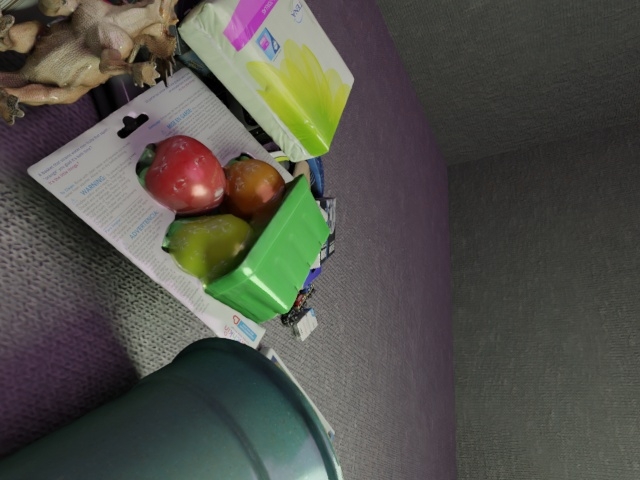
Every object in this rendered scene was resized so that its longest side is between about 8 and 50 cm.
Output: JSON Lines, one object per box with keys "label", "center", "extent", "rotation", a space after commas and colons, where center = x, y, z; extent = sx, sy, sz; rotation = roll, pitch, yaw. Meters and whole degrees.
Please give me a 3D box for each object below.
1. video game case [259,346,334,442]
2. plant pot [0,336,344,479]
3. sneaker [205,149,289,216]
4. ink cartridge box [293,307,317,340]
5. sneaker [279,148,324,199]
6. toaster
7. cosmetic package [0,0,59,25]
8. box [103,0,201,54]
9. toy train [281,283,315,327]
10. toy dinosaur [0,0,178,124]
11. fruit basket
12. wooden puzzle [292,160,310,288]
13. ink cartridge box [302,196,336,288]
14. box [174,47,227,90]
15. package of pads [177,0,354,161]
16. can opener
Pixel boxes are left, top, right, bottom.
{"label": "video game case", "center": [-0.086, 0.438, 0.877], "extent": [0.329, 0.036, 0.300], "rotation": [61, 34, -30]}
{"label": "plant pot", "center": [-0.199, 0.315, 0.436], "extent": [0.334, 0.340, 0.342], "rotation": [-13, 92, -54]}
{"label": "sneaker", "center": [-0.154, -0.114, 0.892], "extent": [0.300, 0.110, 0.122], "rotation": [-40, 130, -55]}
{"label": "ink cartridge box", "center": [-0.041, 0.202, 1.045], "extent": [0.083, 0.028, 0.048], "rotation": [-36, 113, -60]}
{"label": "sneaker", "center": [-0.043, -0.182, 1.133], "extent": [0.232, 0.090, 0.082], "rotation": [74, 18, -59]}
{"label": "toaster", "center": [-0.123, -0.263, 0.905], "extent": [0.185, 0.167, 0.110], "rotation": [-18, 95, -61]}
{"label": "cosmetic package", "center": [-0.373, -0.413, 0.331], "extent": [0.394, 0.327, 0.329], "rotation": [67, 31, -21]}
{"label": "box", "center": [-0.246, -0.447, 0.711], "extent": [0.165, 0.143, 0.271], "rotation": [97, 8, -47]}
{"label": "toy train", "center": [-0.052, 0.149, 1.048], "extent": [0.036, 0.027, 0.158], "rotation": [59, 34, -14]}
{"label": "toy dinosaur", "center": [-0.295, -0.229, 0.542], "extent": [0.200, 0.295, 0.127], "rotation": [-116, -175, -68]}
{"label": "fruit basket", "center": [-0.164, -0.054, 0.651], "extent": [0.353, 0.165, 0.327], "rotation": [42, 45, -15]}
{"label": "wooden puzzle", "center": [-0.055, -0.033, 1.031], "extent": [0.239, 0.044, 0.221], "rotation": [80, 17, -52]}
{"label": "ink cartridge box", "center": [0.000, 0.000, 1.076], "extent": [0.206, 0.045, 0.209], "rotation": [-32, 125, -75]}
{"label": "box", "center": [-0.180, -0.357, 0.891], "extent": [0.207, 0.113, 0.036], "rotation": [14, 69, -59]}
{"label": "package of pads", "center": [-0.071, -0.318, 0.761], "extent": [0.296, 0.101, 0.229], "rotation": [47, 46, -33]}
{"label": "can opener", "center": [-0.300, -0.179, 0.649], "extent": [0.093, 0.074, 0.281], "rotation": [-26, 104, -62]}
